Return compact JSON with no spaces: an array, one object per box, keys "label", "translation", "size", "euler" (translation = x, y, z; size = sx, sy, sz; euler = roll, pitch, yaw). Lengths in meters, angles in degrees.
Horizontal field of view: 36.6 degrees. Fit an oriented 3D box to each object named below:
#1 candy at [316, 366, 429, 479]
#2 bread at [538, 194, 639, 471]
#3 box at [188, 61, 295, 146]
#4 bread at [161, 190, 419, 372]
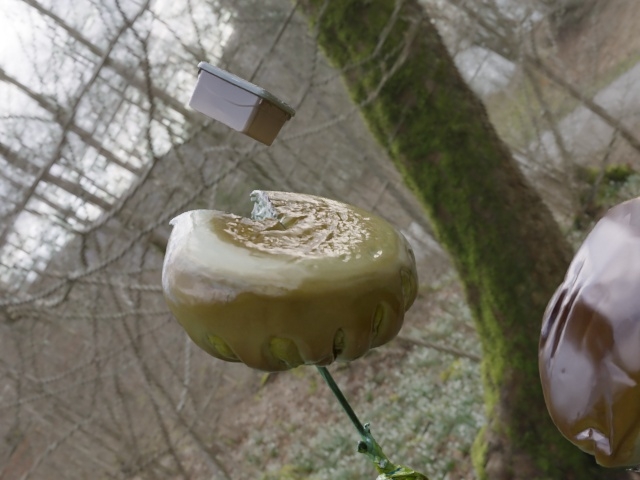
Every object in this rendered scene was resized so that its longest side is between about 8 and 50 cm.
[{"label":"candy","translation":[0.066,0.281,1.360],"size":[0.077,0.262,0.073],"euler":[-32,-1,-32]},{"label":"bread","translation":[0.364,0.100,1.009],"size":[0.250,0.225,0.279],"euler":[-103,35,-64]},{"label":"box","translation":[-0.104,-0.172,1.235],"size":[0.062,0.122,0.089],"euler":[-62,-27,4]},{"label":"bread","translation":[-0.032,0.054,1.172],"size":[0.333,0.333,0.160],"euler":[-73,-9,-67]}]
